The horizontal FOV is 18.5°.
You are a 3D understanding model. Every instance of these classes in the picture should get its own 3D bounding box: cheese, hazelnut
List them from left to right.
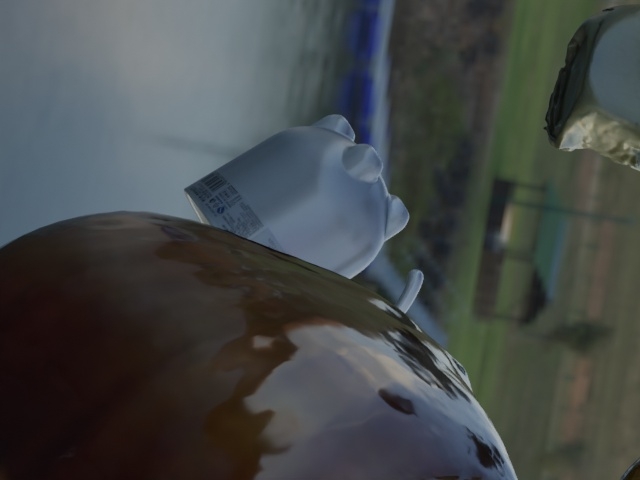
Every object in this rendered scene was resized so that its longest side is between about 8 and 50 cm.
[{"bbox_3d":[-0.071,0.159,1.124,0.359,0.409,0.359,-29,134,-35],"label":"hazelnut"},{"bbox_3d":[0.326,-0.140,1.872,0.091,0.202,0.175,95,14,-59],"label":"cheese"}]

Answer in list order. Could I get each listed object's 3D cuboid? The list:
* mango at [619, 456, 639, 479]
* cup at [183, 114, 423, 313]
[{"bbox_3d":[0.265,0.176,1.280,0.115,0.178,0.090,-29,-114,42],"label":"mango"},{"bbox_3d":[-0.005,-0.009,1.554,0.173,0.142,0.134,54,-7,38],"label":"cup"}]
